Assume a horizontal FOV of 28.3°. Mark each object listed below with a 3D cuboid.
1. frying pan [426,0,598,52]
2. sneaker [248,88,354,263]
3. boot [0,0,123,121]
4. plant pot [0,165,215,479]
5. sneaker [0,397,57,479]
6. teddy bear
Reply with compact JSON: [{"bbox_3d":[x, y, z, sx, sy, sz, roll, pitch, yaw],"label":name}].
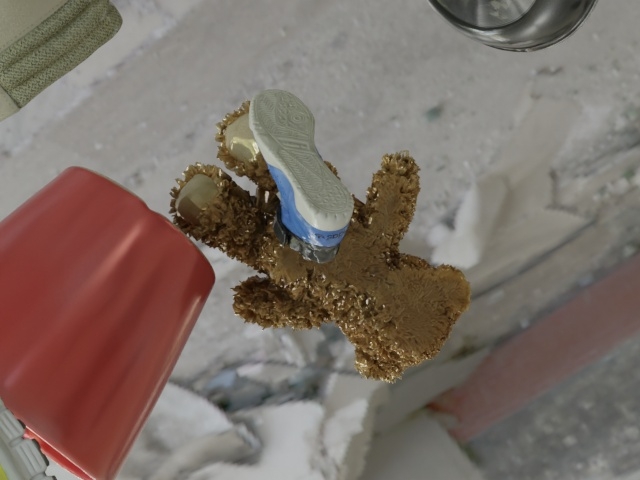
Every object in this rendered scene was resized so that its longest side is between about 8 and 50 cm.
[{"bbox_3d":[0.137,-0.295,0.992,0.053,0.197,0.326,-35,136,-38],"label":"frying pan"},{"bbox_3d":[-0.022,-0.049,1.056,0.058,0.152,0.084,-17,148,-23],"label":"sneaker"},{"bbox_3d":[-0.220,-0.118,0.614,0.213,0.077,0.165,-25,132,2],"label":"boot"},{"bbox_3d":[-0.252,0.077,1.281,0.243,0.275,0.275,-53,157,-18],"label":"plant pot"},{"bbox_3d":[-0.240,0.095,0.728,0.094,0.208,0.081,-31,169,-33],"label":"sneaker"},{"bbox_3d":[0.000,0.000,1.365,0.338,0.245,0.113,21,180,-4],"label":"teddy bear"}]
